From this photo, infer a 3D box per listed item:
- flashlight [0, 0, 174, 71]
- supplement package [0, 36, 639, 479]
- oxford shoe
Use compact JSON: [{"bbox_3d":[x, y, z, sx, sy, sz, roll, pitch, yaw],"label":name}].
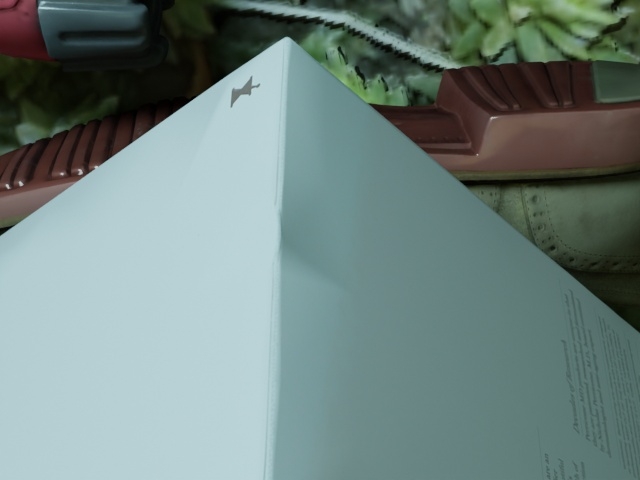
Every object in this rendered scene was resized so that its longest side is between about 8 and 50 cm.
[{"bbox_3d":[-0.221,-0.127,0.641,0.304,0.103,0.103,1,147,4],"label":"flashlight"},{"bbox_3d":[0.002,0.104,0.571,0.198,0.199,0.262,-31,129,30],"label":"supplement package"},{"bbox_3d":[0.000,0.000,0.663,0.348,0.123,0.130,-4,111,2],"label":"oxford shoe"}]
